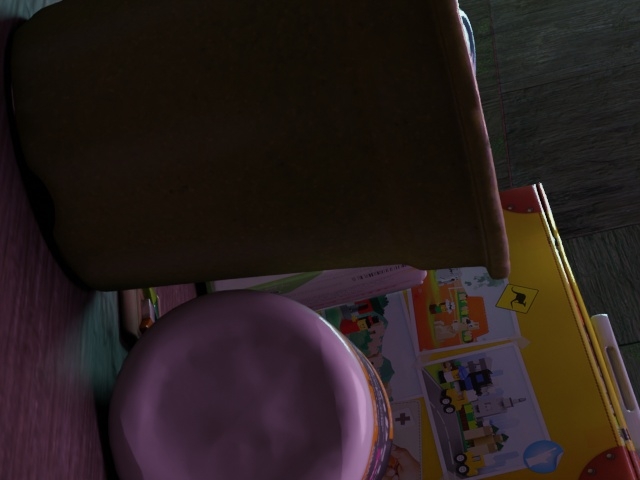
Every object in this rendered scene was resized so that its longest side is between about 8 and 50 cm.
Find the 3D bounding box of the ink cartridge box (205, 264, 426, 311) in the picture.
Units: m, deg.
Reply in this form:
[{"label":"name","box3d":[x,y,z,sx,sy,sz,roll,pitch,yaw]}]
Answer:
[{"label":"ink cartridge box","box3d":[0.000,0.000,1.228,0.353,0.207,0.119,59,17,-80]}]

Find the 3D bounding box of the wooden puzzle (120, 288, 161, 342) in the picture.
[{"label":"wooden puzzle","box3d":[-0.124,0.049,0.829,0.078,0.014,0.116,66,13,-65]}]

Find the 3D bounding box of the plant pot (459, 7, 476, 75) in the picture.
[{"label":"plant pot","box3d":[0.087,-0.218,1.487,0.290,0.195,0.290,1,90,-69]}]

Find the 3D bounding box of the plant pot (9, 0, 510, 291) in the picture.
[{"label":"plant pot","box3d":[-0.039,-0.082,0.726,0.276,0.254,0.276,-14,90,-84]}]

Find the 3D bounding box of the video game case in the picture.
[{"label":"video game case","box3d":[0.344,0.215,1.345,0.201,0.023,0.183,74,6,-46]}]

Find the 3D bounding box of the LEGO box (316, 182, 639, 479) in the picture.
[{"label":"LEGO box","box3d":[0.140,0.189,1.382,0.500,0.373,0.193,-96,172,-49]}]

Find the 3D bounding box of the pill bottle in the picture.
[{"label":"pill bottle","box3d":[-0.033,0.128,0.812,0.278,0.162,0.162,51,27,-78]}]
